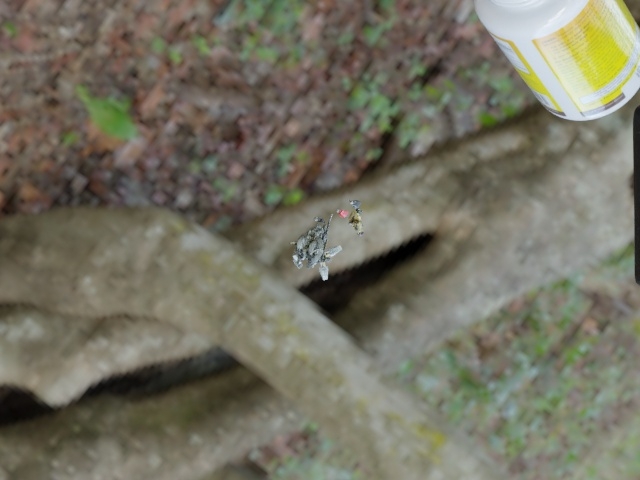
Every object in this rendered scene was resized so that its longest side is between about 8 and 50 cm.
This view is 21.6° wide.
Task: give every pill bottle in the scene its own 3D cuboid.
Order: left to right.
[{"bbox_3d":[0.214,-0.207,1.530,0.117,0.117,0.215,-53,142,-5],"label":"pill bottle"}]

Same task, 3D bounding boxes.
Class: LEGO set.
[{"bbox_3d":[0.000,-0.003,1.282,0.023,0.054,0.083,16,124,-33],"label":"LEGO set"}]

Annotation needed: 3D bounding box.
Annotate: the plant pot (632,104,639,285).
[{"bbox_3d":[0.429,-0.046,1.633,0.188,0.167,0.187,-16,111,-31],"label":"plant pot"}]
